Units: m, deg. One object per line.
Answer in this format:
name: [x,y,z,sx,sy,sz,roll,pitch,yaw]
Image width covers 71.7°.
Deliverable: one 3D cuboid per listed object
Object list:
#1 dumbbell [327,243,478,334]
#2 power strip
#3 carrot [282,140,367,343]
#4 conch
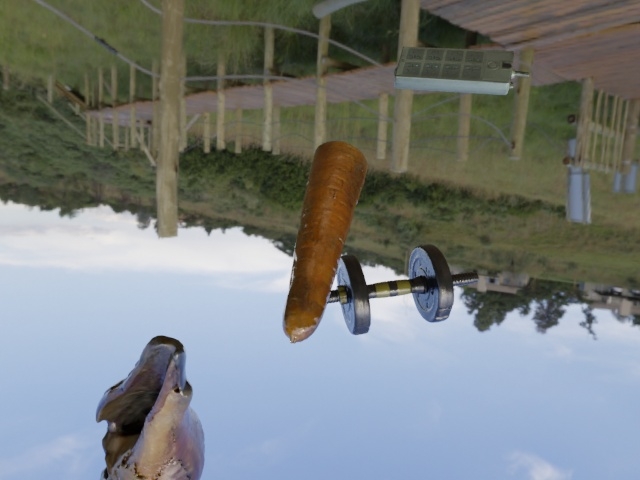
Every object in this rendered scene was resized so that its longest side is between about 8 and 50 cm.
dumbbell: [0.127,0.086,0.792,0.326,0.143,0.143,-7,-172,-8]
power strip: [0.144,-0.178,0.461,0.136,0.050,0.019,10,154,17]
carrot: [0.000,0.000,0.416,0.061,0.209,0.061,10,146,7]
conch: [-0.128,0.152,0.348,0.086,0.232,0.080,23,-159,22]
